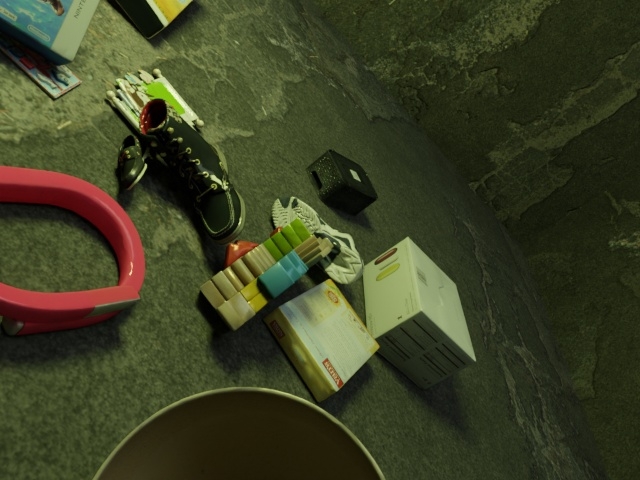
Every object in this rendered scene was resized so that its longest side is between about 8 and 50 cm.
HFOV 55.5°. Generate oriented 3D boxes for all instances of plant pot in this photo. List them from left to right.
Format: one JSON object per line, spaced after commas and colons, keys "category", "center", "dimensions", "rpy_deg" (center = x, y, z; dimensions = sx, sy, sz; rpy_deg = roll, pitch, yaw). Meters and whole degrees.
{"category": "plant pot", "center": [-0.068, 0.302, 0.584], "dimensions": [0.191, 0.284, 0.284], "rpy_deg": [85, -19, -65]}

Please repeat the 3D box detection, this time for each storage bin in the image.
{"category": "storage bin", "center": [0.060, -0.152, 1.613], "dimensions": [0.180, 0.084, 0.122], "rpy_deg": [17, 42, -52]}

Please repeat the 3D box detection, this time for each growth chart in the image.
{"category": "growth chart", "center": [-0.310, -0.249, 1.147], "dimensions": [0.172, 0.021, 0.237], "rpy_deg": [47, 24, -12]}

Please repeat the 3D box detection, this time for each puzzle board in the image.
{"category": "puzzle board", "center": [-0.446, -0.286, 0.958], "dimensions": [0.128, 0.011, 0.096], "rpy_deg": [46, 25, -18]}

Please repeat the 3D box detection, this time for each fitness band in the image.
{"category": "fitness band", "center": [-0.329, 0.007, 0.729], "dimensions": [0.209, 0.054, 0.291], "rpy_deg": [57, 23, 16]}

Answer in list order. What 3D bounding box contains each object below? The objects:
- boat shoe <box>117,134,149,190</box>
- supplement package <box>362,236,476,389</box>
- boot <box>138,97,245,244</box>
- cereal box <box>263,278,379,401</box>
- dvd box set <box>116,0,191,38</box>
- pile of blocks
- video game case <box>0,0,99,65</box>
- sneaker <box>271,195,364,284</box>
{"category": "boat shoe", "center": [-0.300, -0.123, 0.956], "dimensions": [0.042, 0.049, 0.133], "rpy_deg": [43, 18, -32]}
{"category": "supplement package", "center": [0.217, 0.162, 1.392], "dimensions": [0.204, 0.145, 0.262], "rpy_deg": [42, 25, -25]}
{"category": "boot", "center": [-0.217, -0.115, 1.011], "dimensions": [0.178, 0.085, 0.236], "rpy_deg": [46, 17, -49]}
{"category": "cereal box", "center": [0.009, 0.173, 1.118], "dimensions": [0.173, 0.047, 0.240], "rpy_deg": [55, 24, 7]}
{"category": "dvd box set", "center": [-0.397, -0.674, 1.384], "dimensions": [0.307, 0.062, 0.420], "rpy_deg": [53, 30, -27]}
{"category": "pile of blocks", "center": [-0.083, 0.026, 1.025], "dimensions": [0.112, 0.149, 0.362], "rpy_deg": [53, 24, -2]}
{"category": "video game case", "center": [-0.445, -0.436, 0.888], "dimensions": [0.269, 0.061, 0.244], "rpy_deg": [30, 74, -46]}
{"category": "sneaker", "center": [0.000, 0.000, 1.302], "dimensions": [0.235, 0.094, 0.153], "rpy_deg": [36, 3, 9]}
